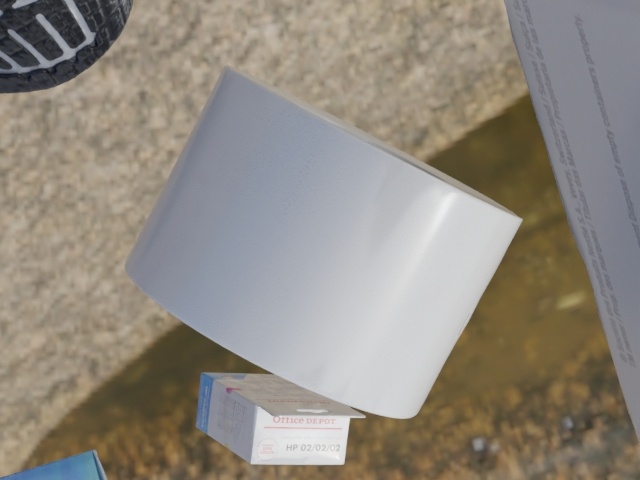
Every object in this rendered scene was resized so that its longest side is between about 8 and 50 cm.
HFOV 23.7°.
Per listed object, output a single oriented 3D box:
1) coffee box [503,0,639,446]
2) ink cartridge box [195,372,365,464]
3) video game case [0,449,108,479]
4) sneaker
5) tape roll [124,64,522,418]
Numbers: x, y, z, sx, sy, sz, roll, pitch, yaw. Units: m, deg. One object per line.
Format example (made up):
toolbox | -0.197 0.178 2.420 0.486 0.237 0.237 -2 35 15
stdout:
coffee box | 0.330 -0.015 0.589 0.334 0.338 0.338 -30 118 -17
ink cartridge box | -0.041 0.179 1.508 0.104 0.181 0.062 4 96 -26
video game case | -0.244 0.229 0.947 0.269 0.061 0.244 -16 155 -7
sneaker | -0.292 -0.182 1.267 0.300 0.121 0.111 -15 133 16
tape roll | 0.000 0.000 1.119 0.246 0.246 0.169 25 97 -34
